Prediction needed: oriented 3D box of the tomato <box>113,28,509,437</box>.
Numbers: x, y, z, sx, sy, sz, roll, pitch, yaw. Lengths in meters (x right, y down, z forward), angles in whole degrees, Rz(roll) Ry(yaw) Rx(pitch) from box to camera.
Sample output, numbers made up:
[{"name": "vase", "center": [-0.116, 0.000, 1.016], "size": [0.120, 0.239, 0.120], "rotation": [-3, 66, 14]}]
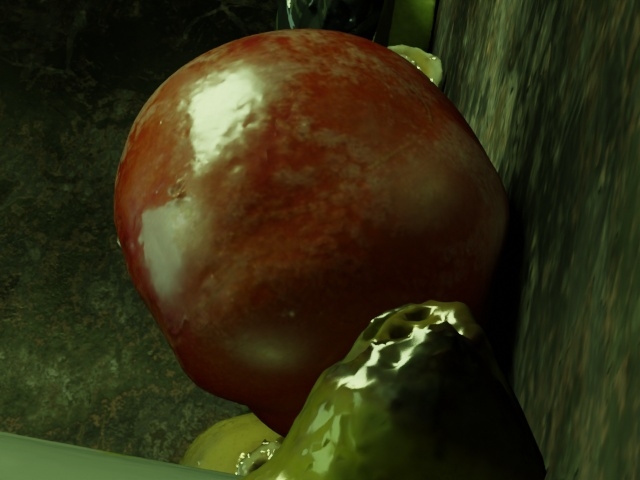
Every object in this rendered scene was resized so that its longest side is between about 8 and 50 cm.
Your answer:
[{"name": "tomato", "center": [0.006, 0.005, 0.743], "size": [0.187, 0.151, 0.187], "rotation": [59, -179, -1]}]

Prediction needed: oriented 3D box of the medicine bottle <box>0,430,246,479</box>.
[{"name": "medicine bottle", "center": [-0.074, 0.188, 0.599], "size": [0.238, 0.232, 0.238], "rotation": [-169, 90, -89]}]

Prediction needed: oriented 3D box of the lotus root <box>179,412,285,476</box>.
[{"name": "lotus root", "center": [-0.050, 0.209, 1.334], "size": [0.303, 0.130, 0.146], "rotation": [102, 156, -70]}]

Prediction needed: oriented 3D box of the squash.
[{"name": "squash", "center": [0.064, -0.144, 1.572], "size": [0.252, 0.049, 0.252], "rotation": [-169, 90, -86]}]

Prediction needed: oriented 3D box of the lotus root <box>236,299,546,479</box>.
[{"name": "lotus root", "center": [-0.018, 0.164, 0.391], "size": [0.169, 0.141, 0.314], "rotation": [139, 144, -81]}]

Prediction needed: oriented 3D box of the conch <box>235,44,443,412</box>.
[{"name": "conch", "center": [-0.016, -0.001, 1.267], "size": [0.210, 0.159, 0.291], "rotation": [-79, 3, -69]}]

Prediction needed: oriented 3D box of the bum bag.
[{"name": "bum bag", "center": [0.000, -0.166, 1.533], "size": [0.340, 0.095, 0.144], "rotation": [105, 159, -56]}]
